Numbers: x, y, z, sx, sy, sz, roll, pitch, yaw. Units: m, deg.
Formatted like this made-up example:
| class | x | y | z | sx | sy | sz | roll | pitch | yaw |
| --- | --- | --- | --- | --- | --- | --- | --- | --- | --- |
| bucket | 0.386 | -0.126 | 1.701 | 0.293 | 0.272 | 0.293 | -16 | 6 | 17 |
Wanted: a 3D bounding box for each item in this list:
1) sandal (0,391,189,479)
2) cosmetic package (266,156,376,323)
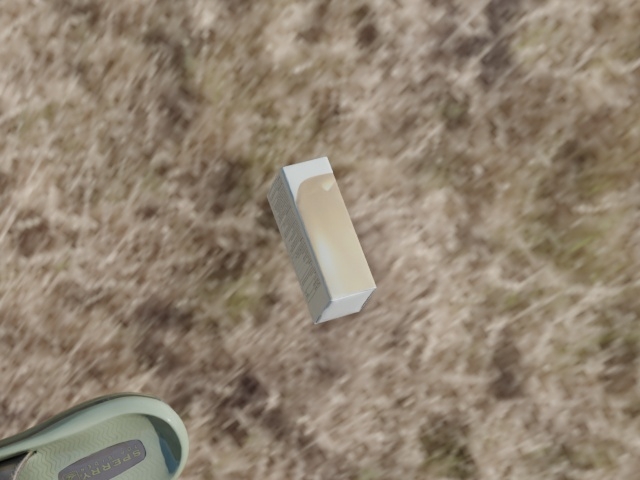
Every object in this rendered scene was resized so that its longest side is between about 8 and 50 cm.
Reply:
| class | x | y | z | sx | sy | sz | roll | pitch | yaw |
| --- | --- | --- | --- | --- | --- | --- | --- | --- | --- |
| sandal | -0.233 | 0.210 | 1.382 | 0.302 | 0.086 | 0.120 | -29 | 125 | -8 |
| cosmetic package | 0.000 | 0.000 | 1.454 | 0.041 | 0.060 | 0.115 | -15 | 74 | -19 |
